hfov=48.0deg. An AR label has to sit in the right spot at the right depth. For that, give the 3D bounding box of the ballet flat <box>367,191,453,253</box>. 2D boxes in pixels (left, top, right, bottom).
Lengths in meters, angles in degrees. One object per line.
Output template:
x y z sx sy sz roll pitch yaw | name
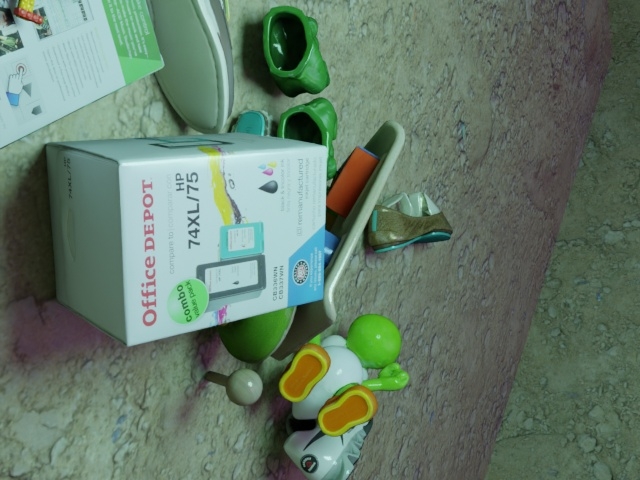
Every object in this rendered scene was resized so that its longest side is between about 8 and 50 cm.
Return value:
0.203 -0.047 1.624 0.342 0.116 0.124 -8 86 -54 | ballet flat

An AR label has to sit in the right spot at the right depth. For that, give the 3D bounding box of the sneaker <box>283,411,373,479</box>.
0.010 0.366 1.392 0.122 0.146 0.330 -52 173 5 | sneaker

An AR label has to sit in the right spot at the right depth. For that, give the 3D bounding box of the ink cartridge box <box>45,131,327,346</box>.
-0.157 -0.019 0.859 0.270 0.197 0.198 -11 108 -39 | ink cartridge box

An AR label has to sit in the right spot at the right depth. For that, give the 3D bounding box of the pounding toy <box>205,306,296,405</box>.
-0.135 0.106 1.056 0.110 0.183 0.237 20 84 -33 | pounding toy

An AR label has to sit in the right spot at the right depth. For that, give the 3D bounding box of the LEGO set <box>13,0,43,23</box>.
-0.300 -0.272 0.642 0.244 0.060 0.183 -55 145 -35 | LEGO set

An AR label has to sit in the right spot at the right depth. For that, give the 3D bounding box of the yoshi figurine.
0.059 0.214 1.314 0.362 0.202 0.204 -16 106 -79 | yoshi figurine

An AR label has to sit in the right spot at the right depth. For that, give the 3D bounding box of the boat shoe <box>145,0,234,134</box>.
-0.166 -0.294 0.912 0.097 0.116 0.325 -55 141 -44 | boat shoe

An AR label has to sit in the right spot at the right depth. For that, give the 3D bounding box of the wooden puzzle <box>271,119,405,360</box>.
0.000 0.000 1.175 0.348 0.080 0.322 -68 -170 -26 | wooden puzzle

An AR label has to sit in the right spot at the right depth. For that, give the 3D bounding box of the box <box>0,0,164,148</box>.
-0.312 -0.237 0.740 0.322 0.058 0.233 -43 133 -44 | box

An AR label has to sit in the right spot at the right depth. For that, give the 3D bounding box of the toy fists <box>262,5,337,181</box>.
-0.026 -0.222 1.120 0.142 0.096 0.279 -76 156 -88 | toy fists

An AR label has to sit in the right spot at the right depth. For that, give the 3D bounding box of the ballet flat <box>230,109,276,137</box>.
-0.115 -0.080 1.087 0.077 0.091 0.241 48 58 -69 | ballet flat
